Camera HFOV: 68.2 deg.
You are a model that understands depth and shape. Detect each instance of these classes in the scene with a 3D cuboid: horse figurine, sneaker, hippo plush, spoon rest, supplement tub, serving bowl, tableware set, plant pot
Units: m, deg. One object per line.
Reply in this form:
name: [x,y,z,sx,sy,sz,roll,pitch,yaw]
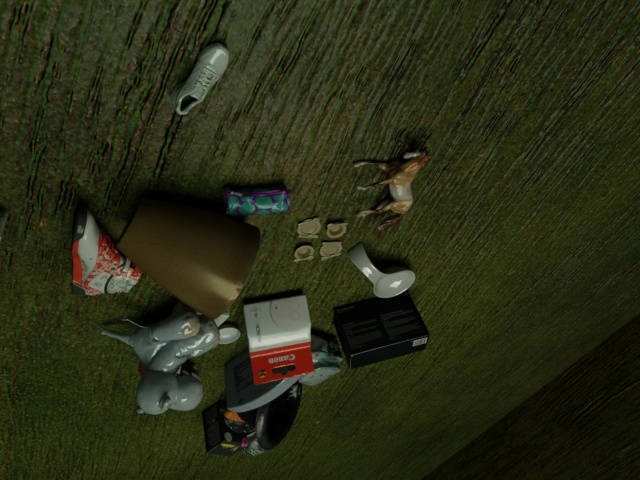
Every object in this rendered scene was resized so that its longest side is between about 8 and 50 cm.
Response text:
horse figurine: [0.175,-0.122,1.185,0.175,0.066,0.263,-11,135,-2]
sneaker: [-0.253,0.651,1.784,0.262,0.121,0.099,25,111,-35]
hippo plush: [-0.397,0.332,1.259,0.294,0.236,0.234,20,140,-41]
spoon rest: [0.186,0.105,1.411,0.137,0.084,0.276,-38,134,19]
sneaker: [-0.479,0.028,1.067,0.145,0.090,0.270,3,137,-25]
supplement tub: [-0.465,0.416,1.458,0.117,0.117,0.190,-24,139,4]
sneaker: [-0.215,-0.288,0.860,0.054,0.061,0.152,28,118,-38]
serving bowl: [-0.290,0.283,1.452,0.083,0.027,0.083,-11,138,-11]
tableware set: [0.000,0.000,1.275,0.141,0.020,0.168,-5,136,-16]
plant pot: [-0.303,0.017,1.049,0.254,0.237,0.237,29,120,-23]

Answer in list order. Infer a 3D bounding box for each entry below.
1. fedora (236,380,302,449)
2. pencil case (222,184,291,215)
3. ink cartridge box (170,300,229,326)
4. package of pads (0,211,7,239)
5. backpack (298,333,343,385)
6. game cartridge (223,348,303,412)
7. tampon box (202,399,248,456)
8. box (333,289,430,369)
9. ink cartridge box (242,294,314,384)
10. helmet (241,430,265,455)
fedora: [-0.188,0.556,1.656,0.153,0.334,0.334,10,142,20]
pencil case: [-0.147,-0.093,1.087,0.152,0.064,0.070,-6,152,-17]
ink cartridge box: [-0.363,0.228,1.372,0.145,0.045,0.179,11,147,-31]
package of pads: [-0.799,0.033,0.936,0.229,0.101,0.296,20,124,-36]
backpack: [-0.033,0.400,1.594,0.166,0.144,0.188,-35,134,23]
game cartridge: [-0.183,0.417,1.509,0.294,0.196,0.060,-35,129,16]
tampon box: [-0.357,0.702,1.766,0.101,0.161,0.120,-39,136,19]
box: [0.191,0.285,1.528,0.261,0.184,0.103,-12,140,-9]
ink cartridge box: [-0.118,0.287,1.386,0.189,0.232,0.066,-8,167,-14]
helmet: [-0.261,0.763,1.866,0.170,0.161,0.169,-11,137,-10]
